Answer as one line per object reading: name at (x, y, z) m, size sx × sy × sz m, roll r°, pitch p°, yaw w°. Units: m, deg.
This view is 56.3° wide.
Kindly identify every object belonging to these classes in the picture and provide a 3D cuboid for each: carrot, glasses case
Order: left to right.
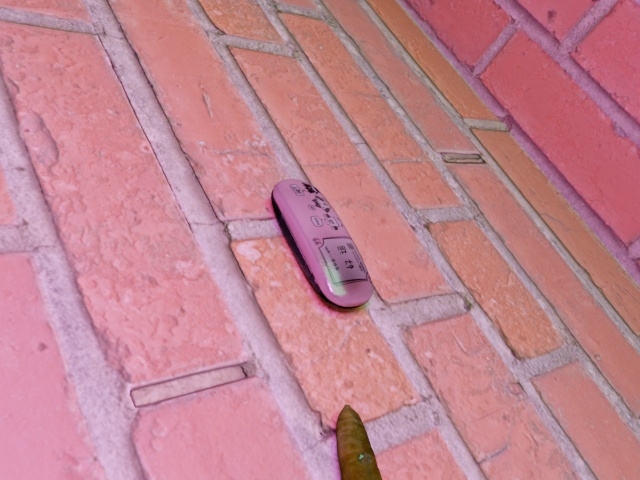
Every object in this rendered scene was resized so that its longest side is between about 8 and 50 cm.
glasses case at (0.000, 0.000, 1.188) m, size 0.122 × 0.075 × 0.314 m, roll -5°, pitch 55°, yaw -37°
carrot at (0.068, 0.397, 0.851) m, size 0.074 × 0.074 × 0.358 m, roll 16°, pitch 40°, yaw -25°
